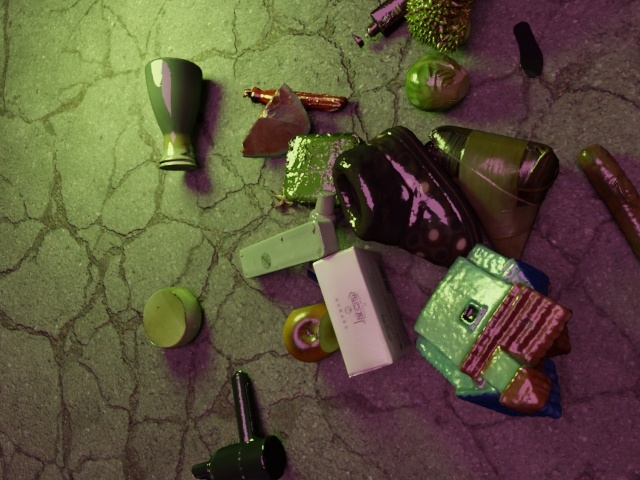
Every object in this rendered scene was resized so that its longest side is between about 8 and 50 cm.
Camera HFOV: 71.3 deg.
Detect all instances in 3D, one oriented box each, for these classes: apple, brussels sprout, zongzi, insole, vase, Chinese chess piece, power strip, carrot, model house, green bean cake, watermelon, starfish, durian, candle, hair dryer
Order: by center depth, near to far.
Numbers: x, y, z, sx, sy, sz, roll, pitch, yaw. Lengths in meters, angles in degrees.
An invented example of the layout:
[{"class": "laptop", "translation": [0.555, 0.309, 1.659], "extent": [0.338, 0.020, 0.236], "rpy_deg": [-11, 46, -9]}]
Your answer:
[{"class": "model house", "translation": [0.381, 0.200, 0.862], "extent": [0.252, 0.329, 0.294], "rpy_deg": [29, 95, -17]}, {"class": "carrot", "translation": [0.664, -0.057, 0.957], "extent": [0.070, 0.070, 0.342], "rpy_deg": [-28, 77, 17]}, {"class": "zongzi", "translation": [0.363, -0.094, 1.052], "extent": [0.290, 0.154, 0.317], "rpy_deg": [22, 108, 32]}, {"class": "durian", "translation": [0.303, -0.589, 1.076], "extent": [0.177, 0.200, 0.236], "rpy_deg": [21, 108, -14]}, {"class": "insole", "translation": [0.507, -0.466, 1.092], "extent": [0.053, 0.002, 0.152], "rpy_deg": [-18, 79, 20]}, {"class": "brussels sprout", "translation": [0.286, -0.392, 1.113], "extent": [0.155, 0.118, 0.154], "rpy_deg": [-7, 75, 29]}, {"class": "apple", "translation": [-0.017, 0.239, 1.156], "extent": [0.163, 0.147, 0.146], "rpy_deg": [-16, 80, 18]}, {"class": "power strip", "translation": [-0.101, 0.032, 1.179], "extent": [0.385, 0.063, 0.090], "rpy_deg": [-19, 83, 48]}, {"class": "green bean cake", "translation": [0.017, -0.188, 1.203], "extent": [0.215, 0.113, 0.200], "rpy_deg": [6, 86, 22]}, {"class": "hair dryer", "translation": [-0.246, 0.531, 1.257], "extent": [0.245, 0.116, 0.302], "rpy_deg": [-20, 66, 19]}, {"class": "watermelon", "translation": [-0.115, -0.316, 1.283], "extent": [0.146, 0.128, 0.231], "rpy_deg": [33, 134, -15]}, {"class": "starfish", "translation": [-0.110, -0.126, 1.294], "extent": [0.091, 0.028, 0.078], "rpy_deg": [24, 88, 25]}, {"class": "candle", "translation": [-0.079, -0.410, 1.298], "extent": [0.330, 0.048, 0.051], "rpy_deg": [12, 81, 22]}, {"class": "Chinese chess piece", "translation": [-0.454, 0.237, 1.372], "extent": [0.189, 0.083, 0.188], "rpy_deg": [-2, 86, 25]}, {"class": "vase", "translation": [-0.449, -0.382, 1.387], "extent": [0.174, 0.173, 0.320], "rpy_deg": [-4, 87, 22]}]

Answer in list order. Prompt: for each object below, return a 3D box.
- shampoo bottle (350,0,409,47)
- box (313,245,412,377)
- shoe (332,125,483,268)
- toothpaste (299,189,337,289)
[{"class": "shampoo bottle", "translation": [0.191, -0.612, 1.198], "extent": [0.236, 0.067, 0.068], "rpy_deg": [-38, 81, 14]}, {"class": "box", "translation": [0.108, 0.165, 1.084], "extent": [0.116, 0.203, 0.274], "rpy_deg": [-23, 78, 20]}, {"class": "shoe", "translation": [0.189, -0.066, 1.040], "extent": [0.237, 0.171, 0.383], "rpy_deg": [-32, 85, -13]}, {"class": "toothpaste", "translation": [0.000, 0.001, 1.162], "extent": [0.099, 0.069, 0.282], "rpy_deg": [-117, 29, -54]}]
